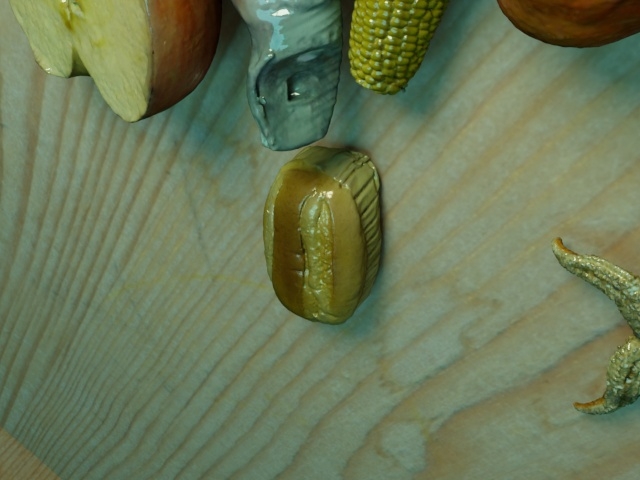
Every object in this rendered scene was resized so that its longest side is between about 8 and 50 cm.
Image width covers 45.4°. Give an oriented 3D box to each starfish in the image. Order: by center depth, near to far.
[{"bbox_3d":[0.398,0.140,0.814,0.301,0.084,0.293,11,134,31],"label":"starfish"}]

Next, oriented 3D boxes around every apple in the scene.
[{"bbox_3d":[-0.203,-0.278,0.807,0.293,0.163,0.251,32,137,31],"label":"apple"}]

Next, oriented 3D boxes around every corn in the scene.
[{"bbox_3d":[0.083,-0.251,0.671,0.091,0.091,0.260,-119,32,-42],"label":"corn"}]

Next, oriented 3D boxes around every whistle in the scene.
[{"bbox_3d":[-0.029,-0.246,0.694,0.189,0.189,0.348,6,118,30],"label":"whistle"}]

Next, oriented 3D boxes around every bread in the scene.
[{"bbox_3d":[0.000,0.000,0.950,0.140,0.106,0.236,19,132,23],"label":"bread"}]

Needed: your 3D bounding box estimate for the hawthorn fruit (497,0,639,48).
[{"bbox_3d":[0.237,-0.243,0.525,0.243,0.207,0.207,7,128,25],"label":"hawthorn fruit"}]
